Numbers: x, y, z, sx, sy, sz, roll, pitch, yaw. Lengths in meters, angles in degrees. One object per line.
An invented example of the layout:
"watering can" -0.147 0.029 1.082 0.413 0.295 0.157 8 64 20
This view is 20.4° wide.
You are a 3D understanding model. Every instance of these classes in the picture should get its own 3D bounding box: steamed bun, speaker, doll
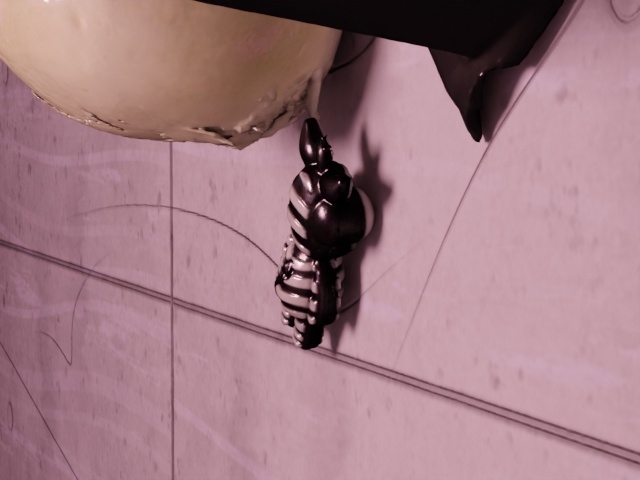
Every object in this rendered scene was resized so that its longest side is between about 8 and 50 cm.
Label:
"steamed bun" -0.145 -0.202 1.552 0.334 0.312 0.233 -142 56 -74
"speaker" -0.012 -0.200 1.159 0.184 0.388 0.180 -51 44 37
"doll" 0.000 0.000 1.517 0.091 0.067 0.219 -117 27 -44
